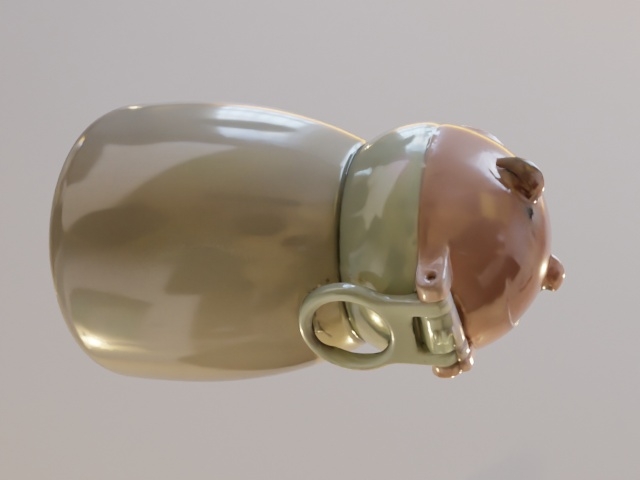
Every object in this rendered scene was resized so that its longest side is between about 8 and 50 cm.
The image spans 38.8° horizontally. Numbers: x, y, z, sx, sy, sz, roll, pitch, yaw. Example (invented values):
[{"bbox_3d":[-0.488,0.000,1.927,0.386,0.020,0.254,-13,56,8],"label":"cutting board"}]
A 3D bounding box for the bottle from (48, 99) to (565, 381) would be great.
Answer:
[{"bbox_3d":[0.000,0.000,0.458,0.236,0.147,0.148,0,-113,20],"label":"bottle"}]
